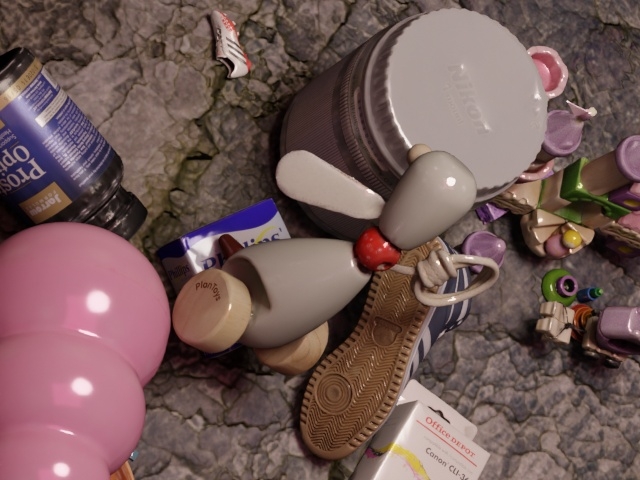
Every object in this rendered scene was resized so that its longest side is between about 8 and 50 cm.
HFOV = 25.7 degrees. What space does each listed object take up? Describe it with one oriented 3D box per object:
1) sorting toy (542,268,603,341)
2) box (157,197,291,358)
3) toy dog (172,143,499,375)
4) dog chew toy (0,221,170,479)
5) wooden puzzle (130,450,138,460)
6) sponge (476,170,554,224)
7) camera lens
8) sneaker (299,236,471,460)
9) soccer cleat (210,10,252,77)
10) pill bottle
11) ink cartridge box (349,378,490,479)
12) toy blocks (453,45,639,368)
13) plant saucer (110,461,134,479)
[{"bbox_3d":[0.326,0.077,1.766,0.061,0.042,0.102,-31,92,-28],"label":"sorting toy"},{"bbox_3d":[-0.090,0.042,1.555,0.126,0.072,0.137,-25,90,-29],"label":"box"},{"bbox_3d":[0.000,0.000,1.428,0.334,0.220,0.161,-24,56,6],"label":"toy dog"},{"bbox_3d":[-0.253,0.145,1.341,0.207,0.206,0.331,19,47,-21],"label":"dog chew toy"},{"bbox_3d":[-0.232,0.217,1.484,0.083,0.006,0.049,11,74,-23],"label":"wooden puzzle"},{"bbox_3d":[0.205,-0.138,1.762,0.117,0.031,0.210,-28,91,-28],"label":"sponge"},{"bbox_3d":[0.095,-0.120,1.567,0.219,0.274,0.219,6,76,-24],"label":"camera lens"},{"bbox_3d":[0.083,0.123,1.607,0.099,0.153,0.282,29,97,20],"label":"sneaker"},{"bbox_3d":[-0.111,-0.228,1.632,0.036,0.029,0.083,-30,97,-32],"label":"soccer cleat"},{"bbox_3d":[-0.283,-0.082,1.453,0.219,0.123,0.123,51,62,-21],"label":"pill bottle"},{"bbox_3d":[0.112,0.264,1.605,0.115,0.067,0.198,38,65,-13],"label":"ink cartridge box"},{"bbox_3d":[0.336,-0.052,1.633,0.289,0.260,0.309,22,70,-17],"label":"toy blocks"},{"bbox_3d":[-0.284,0.261,1.403,0.200,0.037,0.200,12,53,-16],"label":"plant saucer"}]
